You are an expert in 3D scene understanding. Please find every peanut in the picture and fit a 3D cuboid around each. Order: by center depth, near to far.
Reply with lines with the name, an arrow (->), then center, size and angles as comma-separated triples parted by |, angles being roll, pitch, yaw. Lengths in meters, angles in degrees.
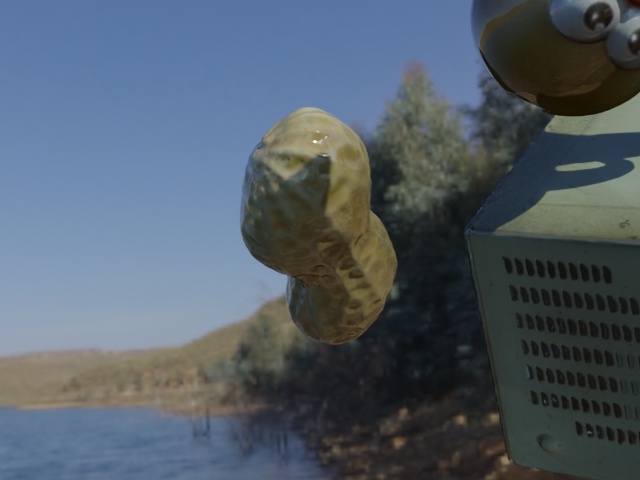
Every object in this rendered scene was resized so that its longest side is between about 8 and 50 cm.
peanut -> 0.000, 0.000, 1.077 | 0.136, 0.120, 0.298 | -21, -41, 0

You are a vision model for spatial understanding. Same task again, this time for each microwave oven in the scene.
microwave oven -> 0.341, 0.004, 0.861 | 0.333, 0.247, 0.394 | 3, 33, 34

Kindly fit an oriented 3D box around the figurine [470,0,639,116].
figurine -> 0.198, -0.209, 0.679 | 0.342, 0.285, 0.167 | 35, 17, 9
